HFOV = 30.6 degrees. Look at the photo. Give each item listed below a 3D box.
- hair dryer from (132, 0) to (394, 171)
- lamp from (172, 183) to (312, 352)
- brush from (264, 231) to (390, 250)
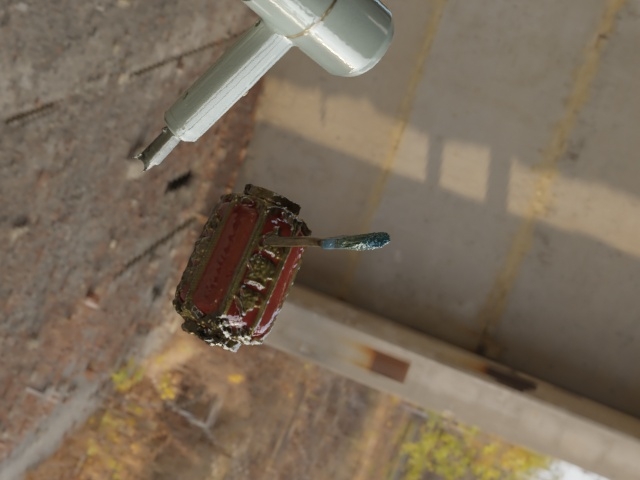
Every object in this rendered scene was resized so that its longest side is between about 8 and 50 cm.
[{"bbox_3d":[-0.093,-0.195,1.391,0.357,0.173,0.107,-40,-145,19],"label":"hair dryer"},{"bbox_3d":[-0.128,0.046,1.925,0.177,0.177,0.274,70,43,-76],"label":"lamp"},{"bbox_3d":[0.000,0.000,1.584,0.070,0.196,0.021,-11,100,-53],"label":"brush"}]
